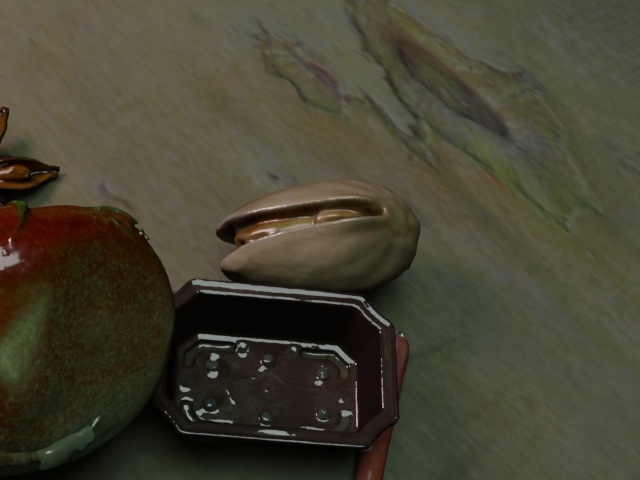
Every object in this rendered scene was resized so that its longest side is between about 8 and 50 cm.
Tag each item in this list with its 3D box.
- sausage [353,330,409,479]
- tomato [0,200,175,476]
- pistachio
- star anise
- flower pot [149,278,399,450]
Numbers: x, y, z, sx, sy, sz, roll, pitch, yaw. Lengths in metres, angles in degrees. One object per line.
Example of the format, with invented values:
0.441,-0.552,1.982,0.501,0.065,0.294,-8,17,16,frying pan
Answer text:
0.064,0.188,1.268,0.029,0.029,0.223,17,55,-2,sausage
-0.291,0.088,1.096,0.303,0.303,0.239,-4,89,-16,tomato
0.000,0.000,1.303,0.223,0.152,0.126,-5,68,-10,pistachio
-0.372,-0.081,1.332,0.157,0.053,0.212,-29,66,-27,star anise
-0.051,0.142,1.241,0.251,0.084,0.179,5,56,-8,flower pot
